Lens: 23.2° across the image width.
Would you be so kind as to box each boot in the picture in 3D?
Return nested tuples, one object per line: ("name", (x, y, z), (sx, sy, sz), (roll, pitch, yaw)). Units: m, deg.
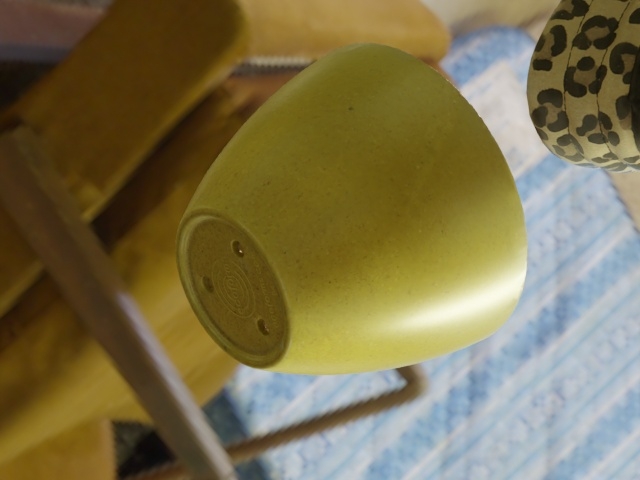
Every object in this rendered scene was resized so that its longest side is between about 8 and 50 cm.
("boot", (0.311, -0.102, 0.861), (0.377, 0.284, 0.138), (-30, 122, -51))

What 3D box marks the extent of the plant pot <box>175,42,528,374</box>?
("plant pot", (0.000, 0.000, 0.617), (0.095, 0.134, 0.134), (-27, 159, -35))
